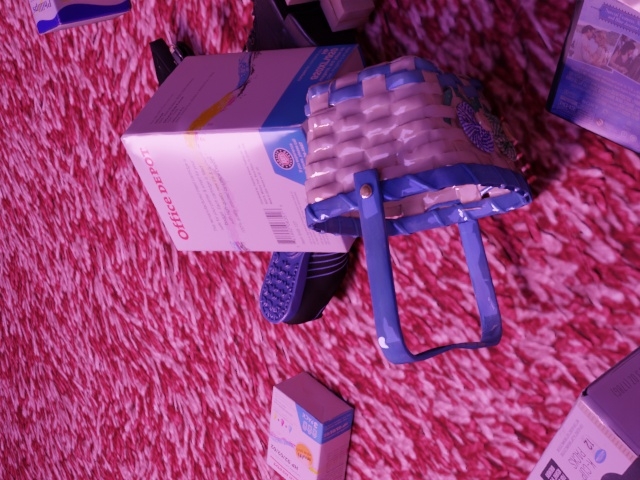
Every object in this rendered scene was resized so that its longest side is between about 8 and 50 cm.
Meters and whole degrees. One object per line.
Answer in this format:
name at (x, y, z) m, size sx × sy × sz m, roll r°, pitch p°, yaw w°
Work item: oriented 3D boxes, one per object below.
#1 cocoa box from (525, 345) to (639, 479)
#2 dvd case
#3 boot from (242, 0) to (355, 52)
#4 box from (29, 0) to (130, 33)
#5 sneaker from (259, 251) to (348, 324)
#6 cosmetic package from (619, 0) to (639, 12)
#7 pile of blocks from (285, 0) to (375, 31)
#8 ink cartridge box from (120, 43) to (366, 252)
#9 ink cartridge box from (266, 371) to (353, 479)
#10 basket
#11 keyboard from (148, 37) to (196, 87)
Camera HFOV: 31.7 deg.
cocoa box at (0.324, 0.226, 0.943) m, size 0.228 × 0.231 × 0.347 m, roll 48°, pitch 153°, yaw 23°
dvd case at (0.306, -0.189, 0.973) m, size 0.180 × 0.022 × 0.253 m, roll 30°, pitch 130°, yaw 26°
boot at (-0.073, -0.249, 1.375) m, size 0.263 × 0.091 × 0.229 m, roll 62°, pitch 147°, yaw 15°
box at (-0.357, -0.379, 1.620) m, size 0.072 × 0.126 × 0.137 m, roll -5°, pitch 103°, yaw 50°
sneaker at (0.000, 0.000, 1.419) m, size 0.081 × 0.090 × 0.232 m, roll 36°, pitch 111°, yaw 36°
cosmetic package at (0.335, -0.294, 0.800) m, size 0.160 × 0.113 × 0.309 m, roll 38°, pitch 128°, yaw 24°
pile of blocks at (-0.005, -0.393, 1.174) m, size 0.149 × 0.112 × 0.362 m, roll 29°, pitch 130°, yaw 58°
ink cartridge box at (-0.066, -0.103, 1.270) m, size 0.232 × 0.168 × 0.171 m, roll 1°, pitch 131°, yaw 28°
ink cartridge box at (-0.018, 0.290, 1.583) m, size 0.104 × 0.061 × 0.181 m, roll 33°, pitch 131°, yaw 37°
basket at (0.101, -0.027, 1.121) m, size 0.201 × 0.254 × 0.289 m, roll -10°, pitch 86°, yaw 27°
keyboard at (-0.136, -0.150, 1.502) m, size 0.317 × 0.033 × 0.201 m, roll 53°, pitch 165°, yaw 18°
